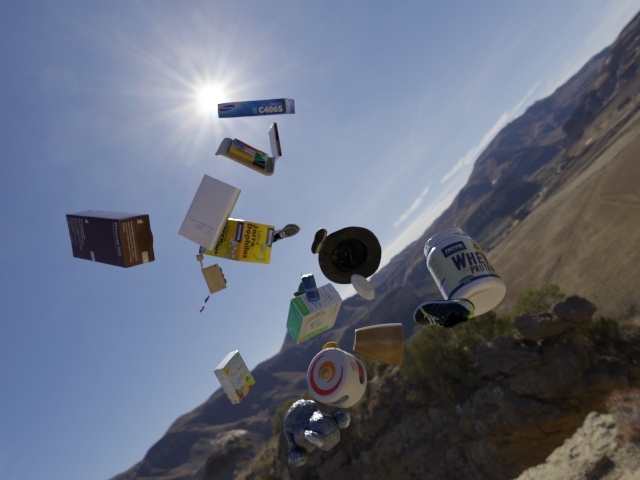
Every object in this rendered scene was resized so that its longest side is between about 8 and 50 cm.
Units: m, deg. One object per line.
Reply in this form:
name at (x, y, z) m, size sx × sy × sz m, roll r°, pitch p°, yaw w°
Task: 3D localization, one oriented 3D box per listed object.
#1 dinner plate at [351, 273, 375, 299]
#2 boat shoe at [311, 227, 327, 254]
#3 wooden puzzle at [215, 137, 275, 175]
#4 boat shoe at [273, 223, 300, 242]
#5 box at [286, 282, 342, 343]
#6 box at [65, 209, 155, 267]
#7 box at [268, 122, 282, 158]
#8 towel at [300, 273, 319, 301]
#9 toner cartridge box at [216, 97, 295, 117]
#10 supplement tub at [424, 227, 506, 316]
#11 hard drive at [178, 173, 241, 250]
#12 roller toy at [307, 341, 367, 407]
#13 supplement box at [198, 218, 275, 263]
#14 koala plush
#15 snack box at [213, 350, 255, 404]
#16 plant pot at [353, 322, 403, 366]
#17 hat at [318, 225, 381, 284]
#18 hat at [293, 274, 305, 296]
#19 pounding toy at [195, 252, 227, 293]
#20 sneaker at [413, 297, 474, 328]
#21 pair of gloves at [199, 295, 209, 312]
dinner plate at (0.197, 0.206, 1.916) m, size 0.017 × 0.141 × 0.141 m, roll -45°, pitch -11°, yaw 30°
boat shoe at (0.000, 0.000, 1.965) m, size 0.049 × 0.056 × 0.152 m, roll -13°, pitch -36°, yaw -39°
wooden puzzle at (-0.300, -0.355, 1.748) m, size 0.221 × 0.239 × 0.044 m, roll -97°, pitch 29°, yaw -61°
boat shoe at (-0.190, -0.031, 2.231) m, size 0.206 × 0.075 × 0.065 m, roll -17°, pitch 35°, yaw 38°
box at (-0.037, 0.364, 2.124) m, size 0.231 × 0.127 × 0.262 m, roll -19°, pitch -35°, yaw -27°
box at (-0.846, -0.013, 1.701) m, size 0.143 × 0.381 × 0.191 m, roll -22°, pitch -68°, yaw -56°
box at (-0.230, -0.490, 2.138) m, size 0.021 × 0.164 × 0.201 m, roll -10°, pitch 4°, yaw -13°
towel at (-0.043, 0.206, 1.837) m, size 0.067 × 0.119 × 0.029 m, roll -15°, pitch 0°, yaw 40°
toner cartridge box at (-0.313, -0.648, 2.083) m, size 0.165 × 0.348 × 0.075 m, roll -50°, pitch -42°, yaw -70°
supplement tub at (0.589, 0.129, 1.768) m, size 0.235 × 0.325 × 0.235 m, roll -10°, pitch -42°, yaw -9°
hard drive at (-0.533, -0.136, 2.032) m, size 0.318 × 0.210 × 0.040 m, roll -66°, pitch -20°, yaw 0°
roller toy at (0.056, 0.485, 1.510) m, size 0.146 × 0.191 × 0.209 m, roll 36°, pitch -103°, yaw -42°
supplement box at (-0.422, -0.002, 2.117) m, size 0.195 × 0.356 × 0.194 m, roll 9°, pitch -92°, yaw -47°
koala plush at (-0.011, 0.657, 1.472) m, size 0.196 × 0.203 × 0.221 m, roll -16°, pitch -11°, yaw -33°
snack box at (-0.443, 0.707, 2.196) m, size 0.070 × 0.207 × 0.174 m, roll -24°, pitch 10°, yaw 21°
plant pot at (0.315, 0.566, 2.359) m, size 0.237 × 0.254 × 0.237 m, roll 6°, pitch -90°, yaw -89°
hat at (0.147, 0.068, 2.207) m, size 0.331 × 0.331 × 0.134 m, roll -48°, pitch 11°, yaw 6°
hat at (-0.078, 0.242, 2.532) m, size 0.208 × 0.183 × 0.173 m, roll -12°, pitch -26°, yaw 30°
pounding toy at (-0.536, 0.151, 2.094) m, size 0.094 × 0.206 × 0.181 m, roll -22°, pitch 0°, yaw -16°
sneaker at (0.416, 0.259, 1.464) m, size 0.235 × 0.084 × 0.097 m, roll -24°, pitch 17°, yaw 39°
pair of gloves at (-0.543, 0.297, 1.984) m, size 0.074 × 0.010 × 0.083 m, roll -113°, pitch 48°, yaw -84°
